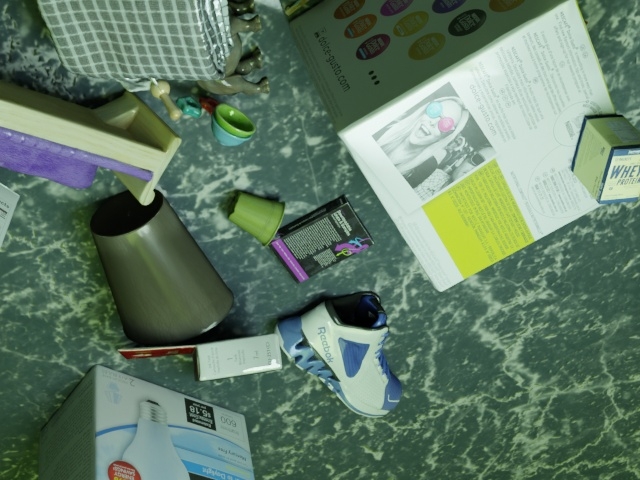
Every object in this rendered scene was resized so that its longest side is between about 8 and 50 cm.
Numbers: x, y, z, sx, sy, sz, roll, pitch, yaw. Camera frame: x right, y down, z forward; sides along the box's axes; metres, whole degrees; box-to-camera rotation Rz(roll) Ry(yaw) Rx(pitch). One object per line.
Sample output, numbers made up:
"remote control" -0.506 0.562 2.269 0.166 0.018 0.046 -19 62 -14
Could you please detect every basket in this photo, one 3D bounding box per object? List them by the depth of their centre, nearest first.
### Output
"basket" -0.274 0.039 1.545 0.204 0.154 0.227 -11 128 11

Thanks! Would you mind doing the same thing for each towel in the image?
"towel" -0.251 -0.334 1.200 0.234 0.121 0.284 4 139 14

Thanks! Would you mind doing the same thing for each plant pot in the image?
"plant pot" -0.112 -0.044 1.571 0.079 0.083 0.083 25 119 -15

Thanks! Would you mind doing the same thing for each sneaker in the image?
"sneaker" 0.081 0.207 1.784 0.182 0.127 0.315 -38 126 19

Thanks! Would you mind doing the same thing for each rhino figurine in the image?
"rhino figurine" -0.142 -0.314 1.341 0.106 0.073 0.243 -13 129 -8

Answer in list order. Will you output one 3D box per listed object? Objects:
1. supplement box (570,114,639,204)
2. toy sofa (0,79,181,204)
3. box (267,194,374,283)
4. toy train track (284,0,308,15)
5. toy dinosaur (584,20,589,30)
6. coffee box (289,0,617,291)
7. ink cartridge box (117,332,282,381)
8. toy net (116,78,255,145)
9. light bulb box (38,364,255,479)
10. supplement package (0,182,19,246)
"supplement box" 0.372 -0.104 1.198 0.056 0.083 0.083 -6 128 -13
"toy sofa" -0.384 -0.140 1.268 0.362 0.150 0.177 15 112 -53
"box" 0.000 0.000 1.660 0.162 0.029 0.116 -27 131 9
"toy train track" -0.019 -0.361 1.372 0.083 0.014 0.048 -33 151 21
"toy dinosaur" 0.410 -0.314 1.485 0.047 0.090 0.082 -14 175 10
"coffee box" 0.201 -0.203 1.344 0.334 0.338 0.338 -30 129 8
"ink cartridge box" -0.214 0.215 1.640 0.261 0.066 0.296 -6 172 -10
"toy net" -0.201 -0.219 1.390 0.232 0.122 0.045 31 119 -9
"light bulb box" -0.320 0.479 1.748 0.357 0.361 0.225 25 119 -31
"supplement package" -0.610 -0.017 1.357 0.261 0.145 0.204 -23 135 35
